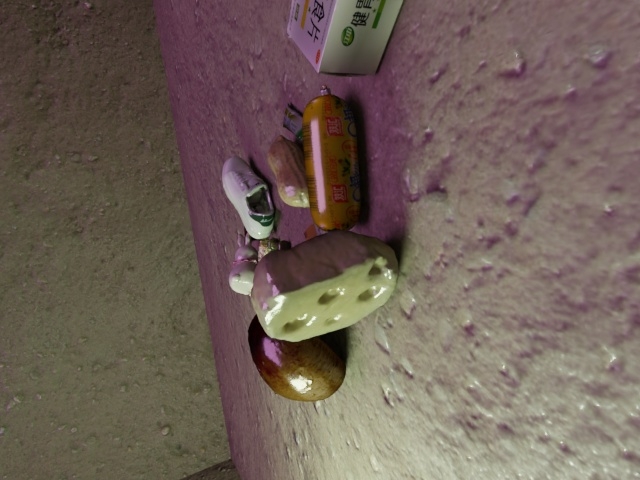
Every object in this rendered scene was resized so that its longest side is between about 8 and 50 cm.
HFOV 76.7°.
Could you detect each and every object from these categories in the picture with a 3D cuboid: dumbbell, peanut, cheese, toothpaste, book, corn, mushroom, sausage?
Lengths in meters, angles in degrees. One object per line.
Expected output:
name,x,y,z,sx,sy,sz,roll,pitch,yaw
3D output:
dumbbell,-0.147,0.020,1.430,0.118,0.046,0.052,10,103,62
peanut,-0.082,-0.189,1.150,0.256,0.124,0.123,64,150,32
cheese,0.006,0.099,0.853,0.318,0.326,0.115,-38,58,21
toothpaste,-0.056,-0.317,1.130,0.248,0.047,0.078,50,137,48
book,0.000,0.000,1.170,0.172,0.012,0.118,-40,63,60
corn,-0.203,0.108,1.538,0.079,0.080,0.236,28,124,58
mushroom,-0.056,0.273,1.189,0.334,0.356,0.331,40,146,-13
sausage,0.027,-0.174,0.927,0.123,0.123,0.346,17,115,61

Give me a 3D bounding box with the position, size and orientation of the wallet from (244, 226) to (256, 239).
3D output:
wallet,-0.279,-0.066,1.675,0.255,0.031,0.137,-12,92,65

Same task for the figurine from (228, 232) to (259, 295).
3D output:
figurine,-0.288,0.092,1.638,0.127,0.155,0.235,-22,49,33

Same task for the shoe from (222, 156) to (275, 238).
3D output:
shoe,-0.264,-0.193,1.495,0.362,0.132,0.160,64,151,19

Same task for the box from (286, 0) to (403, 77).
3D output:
box,0.061,-0.489,0.723,0.173,0.145,0.332,60,147,30
